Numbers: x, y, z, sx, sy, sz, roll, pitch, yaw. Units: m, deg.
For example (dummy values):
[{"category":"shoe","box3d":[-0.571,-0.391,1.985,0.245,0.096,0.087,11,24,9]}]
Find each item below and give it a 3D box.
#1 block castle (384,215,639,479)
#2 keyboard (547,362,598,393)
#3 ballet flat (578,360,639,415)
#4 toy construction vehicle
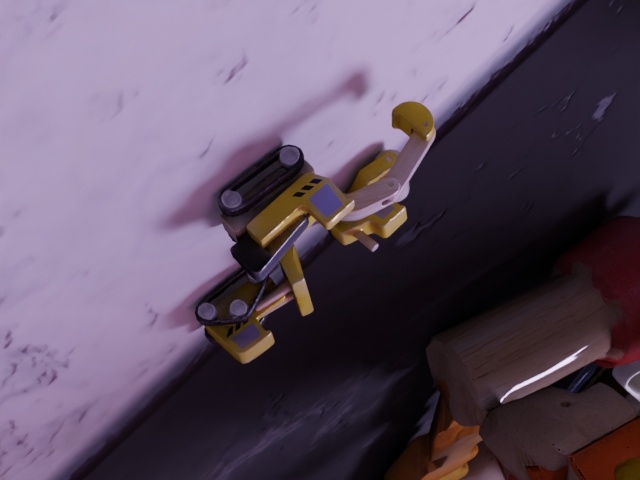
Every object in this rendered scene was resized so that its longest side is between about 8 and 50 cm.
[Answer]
[{"category":"block castle","box3d":[0.240,0.228,0.699,0.213,0.453,0.303,-23,150,-24]},{"category":"keyboard","box3d":[0.186,0.119,0.962,0.108,0.023,0.180,-27,152,-48]},{"category":"ballet flat","box3d":[0.268,0.134,1.041,0.106,0.107,0.316,5,121,-46]},{"category":"toy construction vehicle","box3d":[0.000,0.000,0.429,0.098,0.035,0.086,-37,157,-14]}]
